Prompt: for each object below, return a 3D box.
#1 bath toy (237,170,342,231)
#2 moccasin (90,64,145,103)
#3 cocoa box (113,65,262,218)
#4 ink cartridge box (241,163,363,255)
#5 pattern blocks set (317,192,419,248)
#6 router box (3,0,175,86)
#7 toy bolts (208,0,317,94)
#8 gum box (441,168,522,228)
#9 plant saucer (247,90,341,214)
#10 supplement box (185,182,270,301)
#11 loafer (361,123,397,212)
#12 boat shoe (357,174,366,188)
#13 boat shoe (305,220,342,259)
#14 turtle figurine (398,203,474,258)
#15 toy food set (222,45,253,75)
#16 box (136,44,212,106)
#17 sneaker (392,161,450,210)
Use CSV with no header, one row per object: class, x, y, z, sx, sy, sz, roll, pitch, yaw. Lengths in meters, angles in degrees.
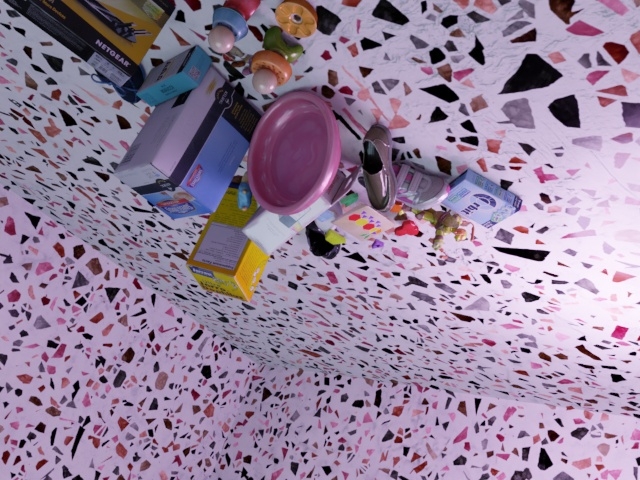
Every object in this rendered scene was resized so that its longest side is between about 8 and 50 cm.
bath toy,-0.090,-0.136,2.108,0.347,0.129,0.152,16,118,3
moccasin,-0.597,-0.499,1.811,0.137,0.117,0.342,15,153,14
cocoa box,-0.364,-0.267,1.809,0.231,0.347,0.228,-5,143,47
ink cartridge box,-0.052,-0.129,1.900,0.353,0.207,0.119,-37,104,30
pattern blocks set,0.140,-0.057,2.034,0.285,0.026,0.325,-21,147,23
router box,-0.532,-0.555,1.510,0.308,0.243,0.081,36,151,-27
toy bolts,-0.140,-0.465,1.471,0.228,0.159,0.218,31,153,-18
gum box,0.448,-0.114,1.818,0.184,0.041,0.157,27,154,-11
plant saucer,-0.063,-0.228,1.719,0.332,0.333,0.084,-5,168,43
supplement box,-0.289,0.003,2.258,0.194,0.357,0.195,13,153,19
loafer,0.147,-0.186,1.747,0.094,0.087,0.251,10,122,36
boat shoe,0.164,-0.156,1.963,0.125,0.038,0.046,31,153,-18
boat shoe,0.004,0.001,2.303,0.127,0.113,0.340,17,154,9
turtle figurine,0.340,-0.052,1.867,0.217,0.269,0.087,32,128,17
toy food set,-0.208,-0.466,1.682,0.122,0.019,0.078,25,154,-5
box,-0.407,-0.451,1.775,0.244,0.101,0.060,-6,144,45
sneaker,0.240,-0.161,1.822,0.252,0.103,0.111,7,152,28
